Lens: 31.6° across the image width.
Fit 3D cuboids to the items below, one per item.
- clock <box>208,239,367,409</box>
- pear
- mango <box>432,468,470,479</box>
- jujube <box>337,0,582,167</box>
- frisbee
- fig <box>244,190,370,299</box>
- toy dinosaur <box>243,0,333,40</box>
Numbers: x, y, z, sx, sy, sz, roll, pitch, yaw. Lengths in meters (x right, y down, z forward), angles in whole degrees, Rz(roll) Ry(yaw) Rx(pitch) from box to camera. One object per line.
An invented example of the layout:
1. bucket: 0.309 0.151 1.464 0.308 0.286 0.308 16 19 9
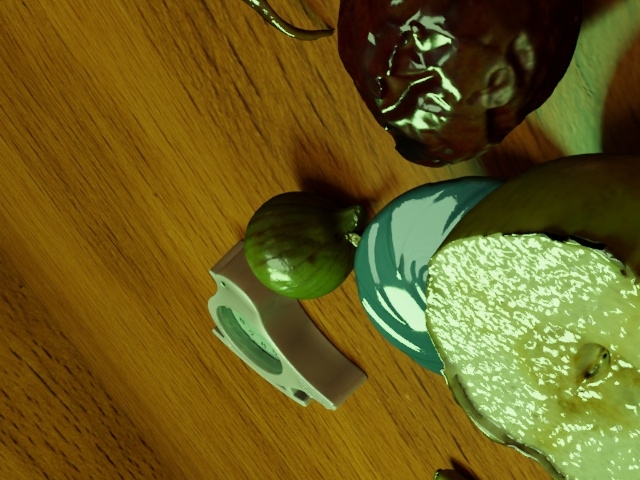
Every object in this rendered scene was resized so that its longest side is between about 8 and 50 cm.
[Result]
1. clock: -0.058 0.153 1.817 0.290 0.080 0.275 37 155 20
2. pear: 0.273 0.064 0.983 0.340 0.191 0.386 35 153 11
3. mango: 0.224 0.406 1.764 0.127 0.063 0.077 49 162 9
4. jujube: 0.103 -0.167 0.912 0.197 0.197 0.290 41 165 12
5. frisbee: 0.171 0.061 1.165 0.290 0.049 0.289 11 131 12
6. fig: -0.011 -0.009 1.439 0.186 0.148 0.142 -42 75 29
7. toy dinosaur: -0.205 -0.295 1.138 0.432 0.097 0.208 29 -177 8
